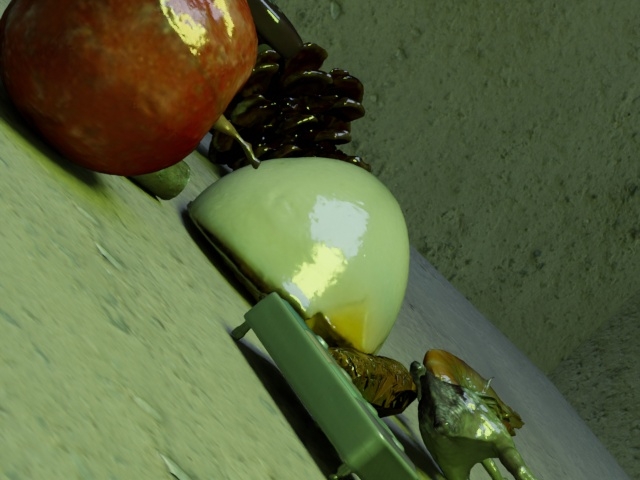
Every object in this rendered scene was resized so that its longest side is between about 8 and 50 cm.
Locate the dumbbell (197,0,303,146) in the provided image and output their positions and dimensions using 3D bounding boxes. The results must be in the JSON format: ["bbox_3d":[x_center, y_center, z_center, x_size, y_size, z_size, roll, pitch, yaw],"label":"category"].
[{"bbox_3d":[-0.141,-0.222,1.984,0.124,0.225,0.140,45,4,-26],"label":"dumbbell"}]

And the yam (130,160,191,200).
[{"bbox_3d":[-0.185,-0.089,1.611,0.132,0.054,0.054,41,7,-48],"label":"yam"}]

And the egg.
[{"bbox_3d":[-0.003,-0.003,1.718,0.264,0.174,0.286,43,8,10],"label":"egg"}]

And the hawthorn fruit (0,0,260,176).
[{"bbox_3d":[-0.151,-0.157,1.428,0.272,0.242,0.242,44,6,-11],"label":"hawthorn fruit"}]

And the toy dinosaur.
[{"bbox_3d":[0.145,0.208,1.668,0.162,0.077,0.294,56,-11,-3],"label":"toy dinosaur"}]

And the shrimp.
[{"bbox_3d":[0.226,0.235,2.273,0.249,0.068,0.150,31,27,-49],"label":"shrimp"}]

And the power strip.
[{"bbox_3d":[0.016,0.153,1.377,0.145,0.061,0.215,50,2,-43],"label":"power strip"}]

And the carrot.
[{"bbox_3d":[0.041,0.141,1.565,0.069,0.069,0.229,48,7,20],"label":"carrot"}]

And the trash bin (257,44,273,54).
[{"bbox_3d":[-0.225,-0.357,2.469,0.334,0.214,0.214,37,6,-5],"label":"trash bin"}]

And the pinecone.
[{"bbox_3d":[-0.034,-0.142,2.219,0.244,0.244,0.309,37,20,-56],"label":"pinecone"}]
